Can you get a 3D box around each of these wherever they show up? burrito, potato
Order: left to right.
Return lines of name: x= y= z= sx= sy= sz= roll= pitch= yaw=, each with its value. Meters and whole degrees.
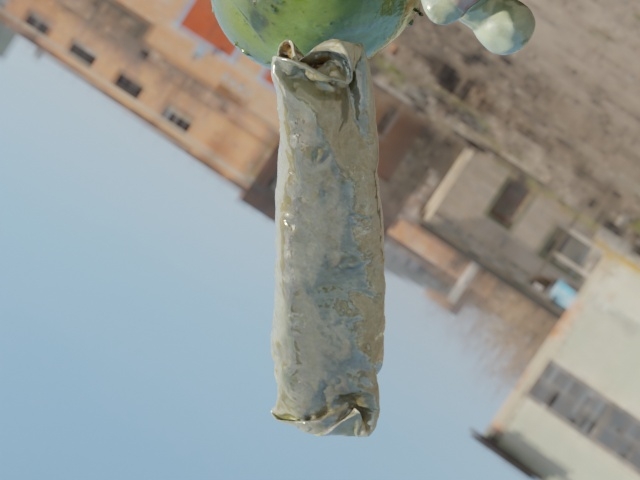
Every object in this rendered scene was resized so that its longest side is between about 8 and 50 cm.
burrito: x=0.000 y=0.000 z=0.930 sx=0.082 sy=0.275 sz=0.059 roll=9 pitch=-151 yaw=21
potato: x=0.005 y=-0.270 z=1.346 sx=0.216 sy=0.216 sz=0.304 roll=34 pitch=157 yaw=8

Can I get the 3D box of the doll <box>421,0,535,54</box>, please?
doll: x=0.129 y=-0.220 z=0.975 sx=0.113 sy=0.155 sz=0.275 roll=28 pitch=162 yaw=-1
